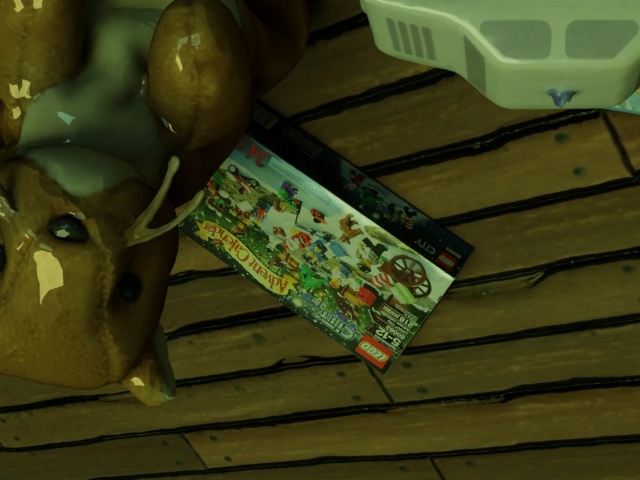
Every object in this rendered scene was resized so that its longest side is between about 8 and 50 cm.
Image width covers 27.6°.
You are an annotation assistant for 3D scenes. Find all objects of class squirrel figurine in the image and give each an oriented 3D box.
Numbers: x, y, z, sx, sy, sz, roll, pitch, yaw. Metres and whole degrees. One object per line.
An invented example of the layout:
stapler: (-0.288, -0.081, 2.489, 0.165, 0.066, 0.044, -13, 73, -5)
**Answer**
squirrel figurine: (-0.164, -0.055, 0.941, 0.281, 0.370, 0.397, 13, 154, -17)

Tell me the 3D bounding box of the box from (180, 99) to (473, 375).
box: (0.000, 0.000, 1.146, 0.233, 0.044, 0.159, 35, 138, 5)

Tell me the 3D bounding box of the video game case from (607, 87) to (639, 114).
video game case: (0.214, -0.123, 0.855, 0.166, 0.015, 0.119, 17, 153, 45)

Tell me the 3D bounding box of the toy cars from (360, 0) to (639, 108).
toy cars: (0.193, -0.079, 0.626, 0.176, 0.394, 0.087, -13, 73, 56)
